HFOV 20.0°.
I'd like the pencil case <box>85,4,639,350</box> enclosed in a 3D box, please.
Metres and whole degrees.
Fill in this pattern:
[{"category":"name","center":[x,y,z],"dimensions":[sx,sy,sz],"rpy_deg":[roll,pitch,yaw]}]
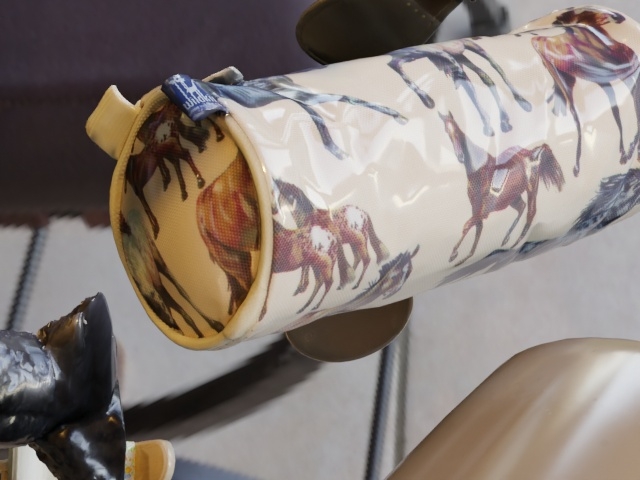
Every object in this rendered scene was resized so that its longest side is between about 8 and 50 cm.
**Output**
[{"category":"pencil case","center":[0.058,-0.058,1.197],"dimensions":[0.410,0.160,0.183],"rpy_deg":[-15,70,-38]}]

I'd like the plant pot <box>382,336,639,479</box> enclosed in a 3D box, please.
[{"category":"plant pot","center":[0.087,0.200,0.641],"dimensions":[0.323,0.323,0.280],"rpy_deg":[18,57,23]}]

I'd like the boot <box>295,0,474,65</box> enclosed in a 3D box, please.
[{"category":"boot","center":[0.102,-0.286,1.719],"dimensions":[0.263,0.091,0.229],"rpy_deg":[-28,29,30]}]

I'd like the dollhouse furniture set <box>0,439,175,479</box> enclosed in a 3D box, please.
[{"category":"dollhouse furniture set","center":[-0.216,0.265,1.496],"dimensions":[0.161,0.212,0.242],"rpy_deg":[-16,69,50]}]

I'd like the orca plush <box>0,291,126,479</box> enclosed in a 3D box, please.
[{"category":"orca plush","center":[-0.201,0.091,0.561],"dimensions":[0.287,0.151,0.102],"rpy_deg":[4,48,-19]}]

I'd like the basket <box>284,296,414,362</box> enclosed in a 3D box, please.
[{"category":"basket","center":[0.000,0.000,1.766],"dimensions":[0.154,0.204,0.227],"rpy_deg":[-5,39,-13]}]
